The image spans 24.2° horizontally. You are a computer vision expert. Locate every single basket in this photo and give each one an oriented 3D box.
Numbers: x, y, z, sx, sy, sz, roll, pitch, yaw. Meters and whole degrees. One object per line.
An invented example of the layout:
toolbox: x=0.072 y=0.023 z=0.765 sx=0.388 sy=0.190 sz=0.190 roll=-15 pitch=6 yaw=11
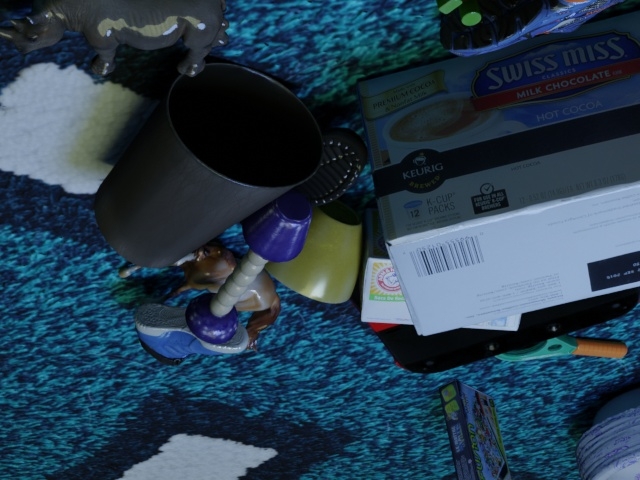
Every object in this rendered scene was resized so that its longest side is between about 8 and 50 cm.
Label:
basket: x=-0.144 y=-0.073 z=1.658 sx=0.204 sy=0.154 sz=0.227 roll=3 pitch=151 yaw=-40

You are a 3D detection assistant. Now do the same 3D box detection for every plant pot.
plant pot: x=0.000 y=0.000 z=1.851 sx=0.134 sy=0.134 sz=0.095 roll=14 pitch=117 yaw=-33

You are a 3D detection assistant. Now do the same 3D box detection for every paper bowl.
paper bowl: x=0.571 y=0.342 z=2.515 sx=0.284 sy=0.148 sz=0.284 roll=-7 pitch=149 yaw=-4

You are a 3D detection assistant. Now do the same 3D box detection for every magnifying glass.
magnifying glass: x=0.366 y=0.161 z=2.287 sx=0.231 sy=0.026 sz=0.092 roll=5 pitch=145 yaw=-23

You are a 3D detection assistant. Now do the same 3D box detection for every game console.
game console: x=0.239 y=0.049 z=2.055 sx=0.387 sy=0.060 sz=0.342 roll=-19 pitch=141 yaw=13

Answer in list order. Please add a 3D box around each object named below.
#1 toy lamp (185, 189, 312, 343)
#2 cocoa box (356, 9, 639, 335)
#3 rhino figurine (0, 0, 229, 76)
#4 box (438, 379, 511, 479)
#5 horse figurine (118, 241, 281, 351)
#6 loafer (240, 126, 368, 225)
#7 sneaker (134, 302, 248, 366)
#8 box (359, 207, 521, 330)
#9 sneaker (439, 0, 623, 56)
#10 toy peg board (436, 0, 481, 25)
toy lamp: x=-0.085 y=0.031 z=1.772 sx=0.080 sy=0.080 sz=0.274 roll=6 pitch=145 yaw=-24
cocoa box: x=0.240 y=-0.073 z=1.682 sx=0.347 sy=0.228 sz=0.231 roll=-14 pitch=148 yaw=7
rhino figurine: x=-0.207 y=-0.218 z=1.477 sx=0.243 sy=0.073 sz=0.106 roll=-2 pitch=151 yaw=-10
box: x=0.249 y=0.332 z=2.353 sx=0.036 sy=0.207 sz=0.114 roll=-29 pitch=144 yaw=28
horse figurine: x=-0.135 y=0.063 z=1.955 sx=0.174 sy=0.066 sz=0.263 roll=-22 pitch=145 yaw=29
loafer: x=-0.019 y=-0.080 z=1.751 sx=0.220 sy=0.078 sz=0.080 roll=-29 pitch=104 yaw=44
sneaker: x=-0.168 y=0.130 z=1.953 sx=0.152 sy=0.058 sz=0.084 roll=9 pitch=146 yaw=4
box: x=0.152 y=0.036 z=1.883 sx=0.203 sy=0.114 sz=0.103 roll=4 pitch=126 yaw=-2
sneaker: x=0.230 y=-0.241 z=1.557 sx=0.221 sy=0.083 sz=0.087 roll=-18 pitch=156 yaw=19
toy peg board: x=0.144 y=-0.292 z=1.448 sx=0.161 sy=0.079 sz=0.161 roll=21 pitch=137 yaw=-39
